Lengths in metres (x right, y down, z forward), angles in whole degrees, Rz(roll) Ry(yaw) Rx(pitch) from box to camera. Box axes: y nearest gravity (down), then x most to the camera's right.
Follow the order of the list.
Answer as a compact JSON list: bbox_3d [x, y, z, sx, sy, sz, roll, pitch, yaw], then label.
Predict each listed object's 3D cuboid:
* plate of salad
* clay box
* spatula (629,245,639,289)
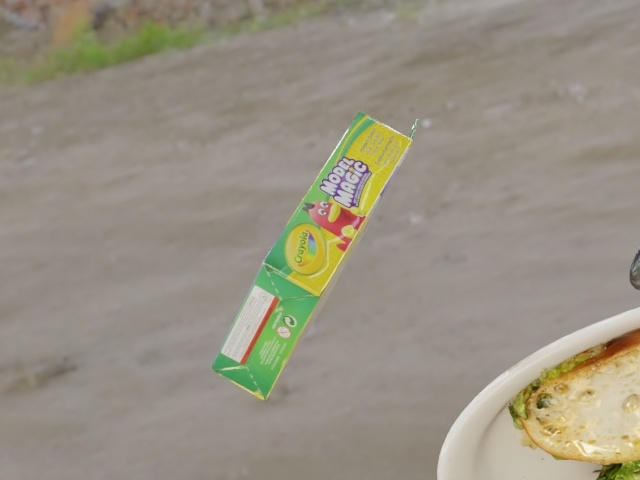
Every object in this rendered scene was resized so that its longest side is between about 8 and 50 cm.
[{"bbox_3d":[0.144,0.082,0.678,0.200,0.200,0.048,-15,53,7],"label":"plate of salad"},{"bbox_3d":[0.000,0.000,1.353,0.222,0.053,0.127,-60,-2,-46],"label":"clay box"},{"bbox_3d":[0.264,-0.092,1.023,0.084,0.296,0.030,23,17,-47],"label":"spatula"}]
